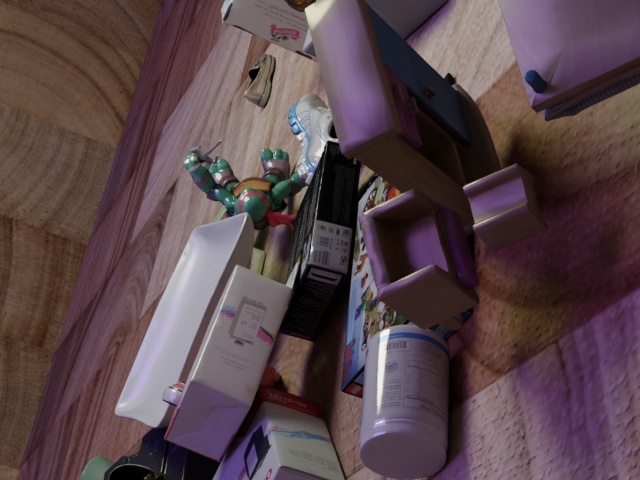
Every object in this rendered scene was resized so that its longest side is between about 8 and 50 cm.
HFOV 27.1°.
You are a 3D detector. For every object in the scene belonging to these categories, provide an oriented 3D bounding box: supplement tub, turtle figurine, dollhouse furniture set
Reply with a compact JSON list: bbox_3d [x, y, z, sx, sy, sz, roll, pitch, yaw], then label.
[{"bbox_3d":[0.068,0.127,1.055,0.071,0.071,0.107,-52,23,45],"label":"supplement tub"},{"bbox_3d":[-0.088,-0.071,1.696,0.234,0.175,0.118,-121,36,-80],"label":"turtle figurine"},{"bbox_3d":[0.185,-0.109,0.986,0.303,0.198,0.286,-26,60,23],"label":"dollhouse furniture set"}]

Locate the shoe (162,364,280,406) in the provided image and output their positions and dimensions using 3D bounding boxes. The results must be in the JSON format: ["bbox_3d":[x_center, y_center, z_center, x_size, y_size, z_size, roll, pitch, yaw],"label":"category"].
[{"bbox_3d":[-0.106,0.159,1.457,0.063,0.178,0.081,19,84,30],"label":"shoe"}]

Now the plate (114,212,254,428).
[{"bbox_3d":[-0.165,0.106,1.677,0.278,0.045,0.277,-67,17,-11],"label":"plate"}]

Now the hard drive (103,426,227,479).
[{"bbox_3d":[-0.205,0.373,1.587,0.237,0.064,0.339,-44,27,35],"label":"hard drive"}]

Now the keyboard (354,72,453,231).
[{"bbox_3d":[0.075,-0.084,1.360,0.100,0.038,0.192,-86,22,-46],"label":"keyboard"}]

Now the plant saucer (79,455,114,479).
[{"bbox_3d":[-0.278,0.388,1.792,0.195,0.037,0.195,-6,-90,-77],"label":"plant saucer"}]

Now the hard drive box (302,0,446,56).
[{"bbox_3d":[0.078,-0.325,1.560,0.232,0.089,0.181,-34,38,63],"label":"hard drive box"}]

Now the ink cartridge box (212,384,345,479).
[{"bbox_3d":[-0.043,0.237,1.274,0.127,0.072,0.175,-64,16,13],"label":"ink cartridge box"}]

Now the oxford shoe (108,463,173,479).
[{"bbox_3d":[-0.158,0.301,1.420,0.227,0.096,0.083,14,57,45],"label":"oxford shoe"}]

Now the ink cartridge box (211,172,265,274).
[{"bbox_3d":[-0.131,0.048,1.839,0.171,0.056,0.235,-49,22,49],"label":"ink cartridge box"}]

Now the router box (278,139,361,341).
[{"bbox_3d":[0.000,0.000,1.449,0.133,0.046,0.179,115,167,-50],"label":"router box"}]

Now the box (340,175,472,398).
[{"bbox_3d":[0.080,0.011,1.207,0.159,0.044,0.233,-53,22,44],"label":"box"}]

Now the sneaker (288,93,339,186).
[{"bbox_3d":[0.014,-0.132,1.590,0.083,0.071,0.191,-51,28,24],"label":"sneaker"}]

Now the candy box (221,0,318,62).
[{"bbox_3d":[-0.022,-0.357,1.790,0.196,0.165,0.070,-63,16,19],"label":"candy box"}]

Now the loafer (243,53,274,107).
[{"bbox_3d":[-0.101,-0.268,2.163,0.125,0.039,0.045,-87,23,-47],"label":"loafer"}]

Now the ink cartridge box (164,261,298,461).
[{"bbox_3d":[-0.088,0.110,1.359,0.115,0.067,0.198,118,174,-46],"label":"ink cartridge box"}]
